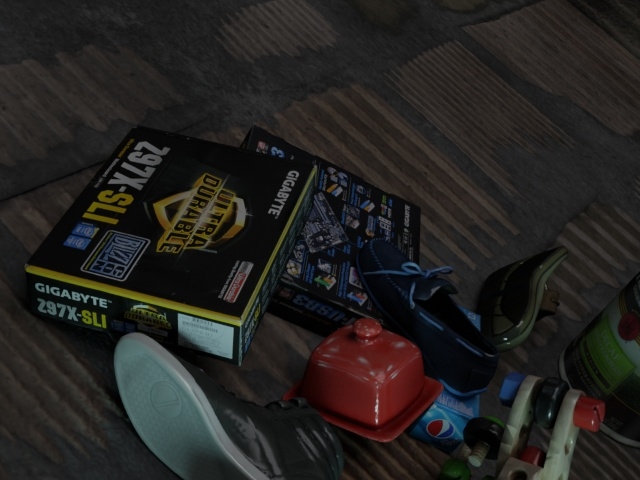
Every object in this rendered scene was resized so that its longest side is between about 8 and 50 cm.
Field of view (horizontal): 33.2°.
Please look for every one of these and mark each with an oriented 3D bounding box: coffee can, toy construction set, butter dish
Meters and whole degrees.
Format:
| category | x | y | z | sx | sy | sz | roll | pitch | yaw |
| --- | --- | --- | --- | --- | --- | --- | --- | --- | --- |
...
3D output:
| category | x | y | z | sx | sy | sz | roll | pitch | yaw |
| --- | --- | --- | --- | --- | --- | --- | --- | --- | --- |
| coffee can | 0.511 | 0.145 | 1.572 | 0.201 | 0.275 | 0.201 | 21 | 38 | -17 |
| toy construction set | 0.262 | 0.326 | 1.176 | 0.309 | 0.257 | 0.237 | 28 | 52 | 14 |
| butter dish | 0.055 | 0.150 | 1.310 | 0.160 | 0.118 | 0.160 | 16 | 29 | 30 |

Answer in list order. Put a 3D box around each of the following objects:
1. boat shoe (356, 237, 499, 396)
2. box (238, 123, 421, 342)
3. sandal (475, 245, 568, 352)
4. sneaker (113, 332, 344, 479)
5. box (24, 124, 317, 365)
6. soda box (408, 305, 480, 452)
| category | x | y | z | sx | sy | sz | roll | pitch | yaw |
| --- | --- | --- | --- | --- | --- | --- | --- | --- | --- |
| boat shoe | 0.151 | 0.081 | 1.404 | 0.109 | 0.089 | 0.258 | -17 | 56 | -44 |
| box | 0.000 | 0.000 | 1.512 | 0.293 | 0.073 | 0.295 | 24 | 38 | -13 |
| sandal | 0.305 | 0.098 | 1.628 | 0.086 | 0.120 | 0.303 | 59 | 36 | -13 |
| sneaker | -0.095 | 0.200 | 1.191 | 0.296 | 0.104 | 0.147 | 45 | 35 | 5 |
| box | -0.168 | -0.007 | 1.301 | 0.257 | 0.079 | 0.322 | 12 | 38 | 10 |
| soda box | 0.168 | 0.177 | 1.440 | 0.067 | 0.071 | 0.210 | 25 | 37 | -9 |
